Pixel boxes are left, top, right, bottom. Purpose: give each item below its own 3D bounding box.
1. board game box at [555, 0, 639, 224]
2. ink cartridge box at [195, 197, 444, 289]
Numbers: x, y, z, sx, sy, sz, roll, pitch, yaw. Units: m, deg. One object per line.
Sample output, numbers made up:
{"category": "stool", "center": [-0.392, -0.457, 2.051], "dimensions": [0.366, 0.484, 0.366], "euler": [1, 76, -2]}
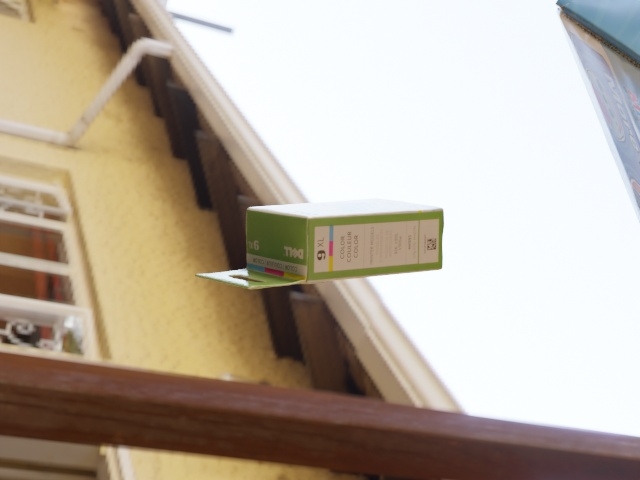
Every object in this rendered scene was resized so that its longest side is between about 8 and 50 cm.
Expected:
{"category": "board game box", "center": [0.216, 0.058, 0.391], "dimensions": [0.308, 0.086, 0.302], "euler": [62, 6, -23]}
{"category": "ink cartridge box", "center": [0.000, 0.000, 0.992], "dimensions": [0.109, 0.209, 0.062], "euler": [11, -77, 56]}
